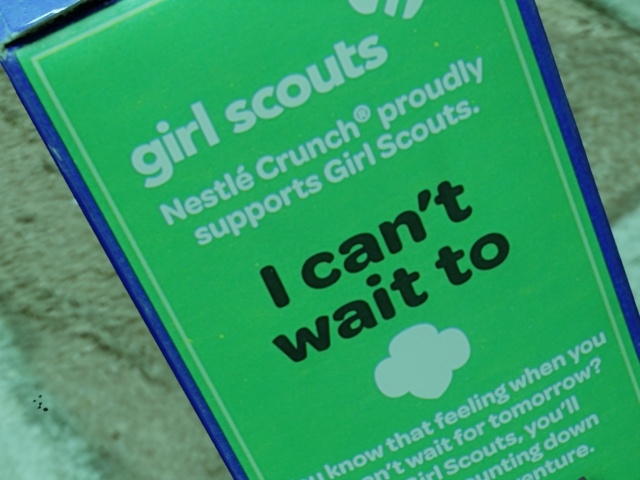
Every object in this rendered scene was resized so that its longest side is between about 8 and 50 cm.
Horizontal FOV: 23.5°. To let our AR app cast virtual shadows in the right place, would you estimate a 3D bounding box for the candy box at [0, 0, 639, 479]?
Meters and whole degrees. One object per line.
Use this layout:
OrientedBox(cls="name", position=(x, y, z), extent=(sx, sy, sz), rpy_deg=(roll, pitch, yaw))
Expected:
OrientedBox(cls="candy box", position=(0.000, 0.000, 0.499), extent=(0.122, 0.317, 0.268), rpy_deg=(-29, 32, -3))
